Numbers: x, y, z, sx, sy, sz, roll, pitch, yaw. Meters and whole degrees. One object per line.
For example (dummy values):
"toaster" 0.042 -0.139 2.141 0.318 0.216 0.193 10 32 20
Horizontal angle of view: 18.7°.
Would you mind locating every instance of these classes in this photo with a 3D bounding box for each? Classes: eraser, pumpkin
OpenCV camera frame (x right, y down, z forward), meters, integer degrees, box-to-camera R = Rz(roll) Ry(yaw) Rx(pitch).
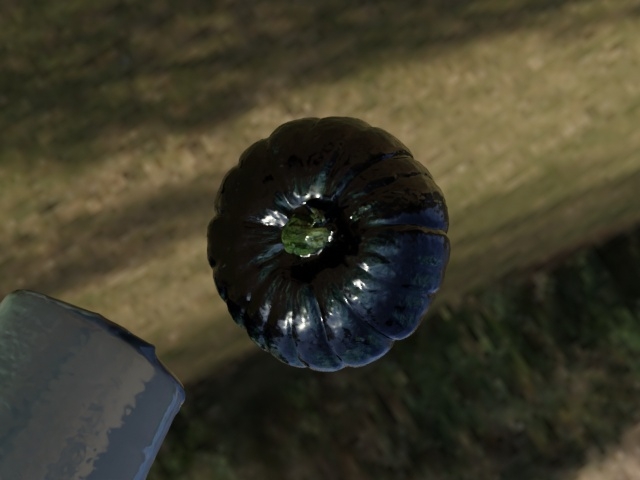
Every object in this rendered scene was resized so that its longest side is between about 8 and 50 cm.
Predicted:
"eraser" -0.244 0.189 1.652 0.104 0.189 0.290 -44 -165 41
"pumpkin" 0.004 0.002 1.476 0.150 0.194 0.194 24 127 -41
